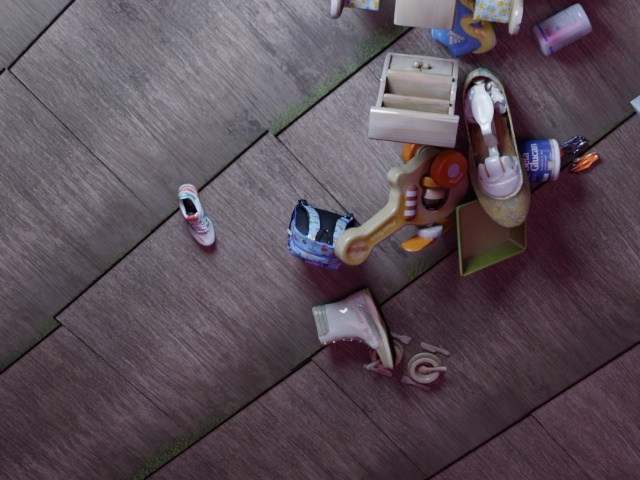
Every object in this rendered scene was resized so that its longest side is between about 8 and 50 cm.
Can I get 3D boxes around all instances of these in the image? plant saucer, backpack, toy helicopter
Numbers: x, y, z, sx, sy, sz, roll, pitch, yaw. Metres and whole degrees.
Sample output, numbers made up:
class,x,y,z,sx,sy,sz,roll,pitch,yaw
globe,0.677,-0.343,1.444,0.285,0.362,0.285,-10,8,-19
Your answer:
class,x,y,z,sx,sy,sz,roll,pitch,yaw
plant saucer,0.383,-0.033,2.056,0.188,0.045,0.188,-21,123,-19
backpack,0.000,0.000,2.044,0.158,0.173,0.117,17,114,-7
toy helicopter,0.184,-0.053,1.989,0.355,0.140,0.235,-37,129,-12

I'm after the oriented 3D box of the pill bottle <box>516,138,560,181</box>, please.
class,x,y,z,sx,sy,sz,roll,pitch,yaw
pill bottle,0.439,-0.175,1.998,0.169,0.094,0.094,-3,115,2

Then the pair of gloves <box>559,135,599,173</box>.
class,x,y,z,sx,sy,sz,roll,pitch,yaw
pair of gloves,0.579,-0.194,2.034,0.074,0.010,0.083,-34,107,17

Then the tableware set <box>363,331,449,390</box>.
class,x,y,z,sx,sy,sz,roll,pitch,yaw
tableware set,0.214,0.309,2.257,0.194,0.039,0.128,21,114,-8

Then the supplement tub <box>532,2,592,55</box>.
class,x,y,z,sx,sy,sz,roll,pitch,yaw
supplement tub,0.506,-0.442,1.887,0.107,0.071,0.071,-27,112,12

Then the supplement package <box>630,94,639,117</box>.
class,x,y,z,sx,sy,sz,roll,pitch,yaw
supplement package,0.782,-0.296,1.930,0.179,0.105,0.105,-35,109,15

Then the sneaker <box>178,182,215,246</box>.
class,x,y,z,sx,sy,sz,roll,pitch,yaw
sneaker,-0.292,-0.048,2.081,0.057,0.075,0.161,-15,113,8

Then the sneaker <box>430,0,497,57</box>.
class,x,y,z,sx,sy,sz,roll,pitch,yaw
sneaker,0.271,-0.482,1.861,0.126,0.091,0.240,-25,113,13

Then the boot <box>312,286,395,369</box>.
class,x,y,z,sx,sy,sz,roll,pitch,yaw
boot,0.084,0.235,2.198,0.165,0.077,0.213,-20,100,10

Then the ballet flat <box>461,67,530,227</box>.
class,x,y,z,sx,sy,sz,roll,pitch,yaw
ballet flat,0.364,-0.198,1.904,0.123,0.123,0.348,-10,87,6

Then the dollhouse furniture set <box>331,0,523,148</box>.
class,x,y,z,sx,sy,sz,roll,pitch,yaw
dollhouse furniture set,0.199,-0.415,1.719,0.362,0.256,0.394,7,128,5
